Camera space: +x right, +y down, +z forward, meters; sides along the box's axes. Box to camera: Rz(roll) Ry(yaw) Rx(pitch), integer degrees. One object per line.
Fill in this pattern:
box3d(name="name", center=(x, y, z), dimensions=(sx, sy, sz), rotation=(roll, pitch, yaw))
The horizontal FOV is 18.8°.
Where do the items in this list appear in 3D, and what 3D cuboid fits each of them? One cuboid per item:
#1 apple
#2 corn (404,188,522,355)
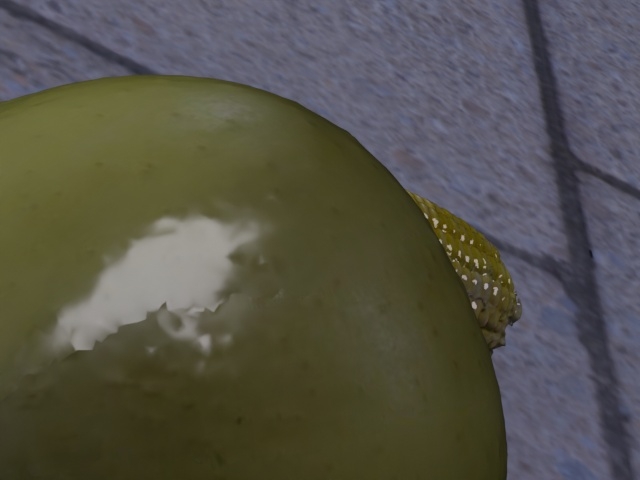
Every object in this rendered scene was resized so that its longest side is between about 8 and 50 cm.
box3d(name="apple", center=(-0.053, 0.052, 0.488), dimensions=(0.200, 0.200, 0.200), rotation=(25, 29, -15))
box3d(name="corn", center=(0.000, 0.000, 0.757), dimensions=(0.165, 0.063, 0.085), rotation=(19, 6, -29))
